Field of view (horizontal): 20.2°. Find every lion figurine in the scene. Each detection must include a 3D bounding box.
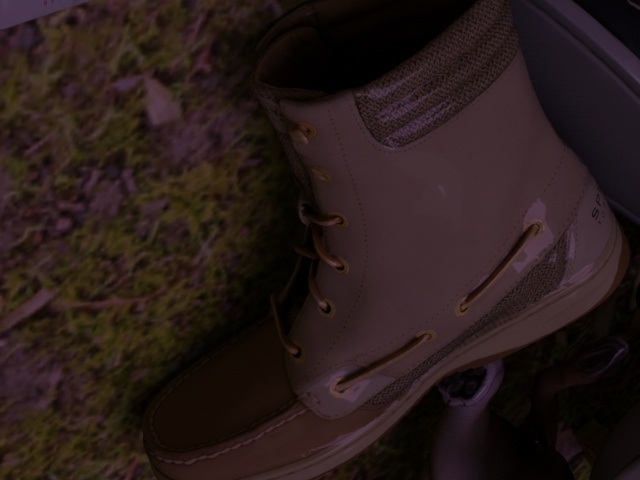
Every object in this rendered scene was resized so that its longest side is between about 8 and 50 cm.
[{"bbox_3d":[0.060,0.214,1.019,0.392,0.142,0.240,-50,162,6],"label":"lion figurine"}]

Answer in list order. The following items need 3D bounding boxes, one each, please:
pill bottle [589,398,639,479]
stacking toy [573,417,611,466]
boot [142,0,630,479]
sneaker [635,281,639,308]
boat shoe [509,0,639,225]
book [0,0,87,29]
[{"bbox_3d":[0.256,0.150,1.038,0.176,0.176,0.318,-59,162,19],"label":"pill bottle"},{"bbox_3d":[0.156,0.230,1.207,0.167,0.052,0.221,-38,141,-6],"label":"stacking toy"},{"bbox_3d":[0.000,0.000,0.836,0.262,0.095,0.203,-28,132,4],"label":"boot"},{"bbox_3d":[0.266,-0.049,1.025,0.258,0.091,0.094,-51,140,-24],"label":"sneaker"},{"bbox_3d":[0.191,-0.050,0.887,0.302,0.114,0.091,44,70,-21],"label":"boat shoe"},{"bbox_3d":[-0.089,-0.160,0.667,0.096,0.035,0.144,-22,135,-30],"label":"book"}]
